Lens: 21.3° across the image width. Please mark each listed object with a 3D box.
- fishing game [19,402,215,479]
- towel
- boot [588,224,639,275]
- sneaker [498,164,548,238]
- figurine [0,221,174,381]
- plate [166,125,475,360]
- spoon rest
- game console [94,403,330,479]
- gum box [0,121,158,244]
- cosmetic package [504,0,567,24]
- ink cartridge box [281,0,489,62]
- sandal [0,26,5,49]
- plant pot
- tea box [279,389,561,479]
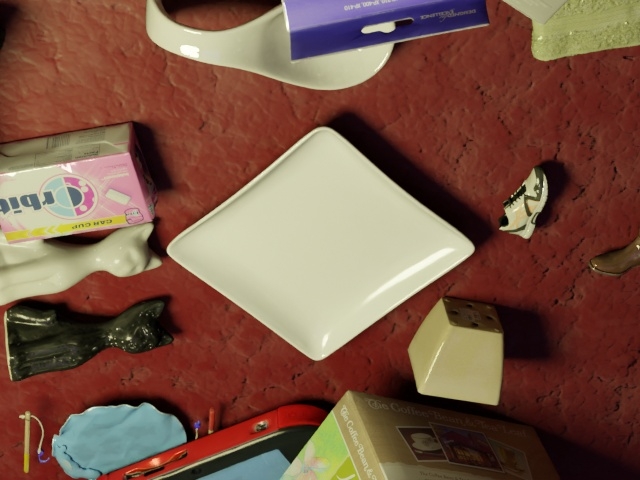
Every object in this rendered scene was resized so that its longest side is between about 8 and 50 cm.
[{"bbox_3d":[-0.273,0.271,2.313,0.264,0.041,0.189,-3,139,-7],"label":"fishing game"},{"bbox_3d":[0.305,-0.255,1.890,0.148,0.027,0.110,-9,130,5],"label":"towel"},{"bbox_3d":[0.391,-0.010,2.099,0.106,0.037,0.114,-7,135,-14],"label":"boot"},{"bbox_3d":[0.246,-0.046,2.060,0.044,0.040,0.109,9,130,-8],"label":"sneaker"},{"bbox_3d":[-0.294,0.068,2.113,0.209,0.092,0.215,-8,130,-7],"label":"figurine"},{"bbox_3d":[0.000,0.000,2.085,0.277,0.045,0.278,-36,123,26],"label":"plate"},{"bbox_3d":[-0.054,-0.226,1.861,0.276,0.084,0.137,4,131,-5],"label":"spoon rest"},{"bbox_3d":[-0.106,0.390,2.387,0.386,0.060,0.342,-22,131,12],"label":"game console"},{"bbox_3d":[-0.290,-0.067,2.000,0.188,0.062,0.107,-9,131,5],"label":"gum box"},{"bbox_3d":[0.264,-0.353,1.739,0.107,0.127,0.238,27,123,-23],"label":"cosmetic package"},{"bbox_3d":[0.061,-0.277,1.740,0.206,0.208,0.045,-11,133,6],"label":"ink cartridge box"},{"bbox_3d":[-0.439,-0.048,1.940,0.107,0.167,0.446,24,125,-17],"label":"sandal"},{"bbox_3d":[0.183,0.135,2.177,0.109,0.109,0.096,10,118,-11],"label":"plant pot"},{"bbox_3d":[0.117,0.403,2.265,0.329,0.220,0.323,14,124,-33],"label":"tea box"}]
